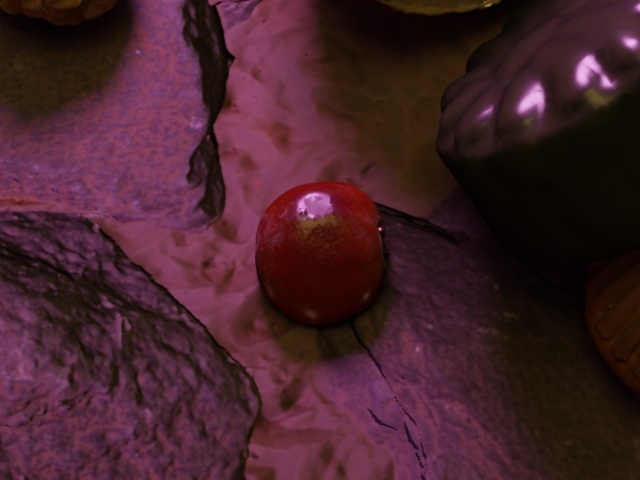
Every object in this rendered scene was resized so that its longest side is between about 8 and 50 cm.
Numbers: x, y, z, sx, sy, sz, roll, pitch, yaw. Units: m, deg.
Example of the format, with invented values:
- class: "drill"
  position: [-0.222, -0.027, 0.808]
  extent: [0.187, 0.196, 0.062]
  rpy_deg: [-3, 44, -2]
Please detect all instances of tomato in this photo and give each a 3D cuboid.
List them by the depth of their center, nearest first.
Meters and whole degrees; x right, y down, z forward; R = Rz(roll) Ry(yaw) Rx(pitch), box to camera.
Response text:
- class: "tomato"
  position: [0.000, 0.000, 1.642]
  extent: [0.139, 0.091, 0.159]
  rpy_deg: [-2, 61, 3]

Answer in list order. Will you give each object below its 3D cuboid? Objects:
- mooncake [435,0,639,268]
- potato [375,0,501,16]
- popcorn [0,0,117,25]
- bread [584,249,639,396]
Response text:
- class: "mooncake"
  position: [0.282, -0.143, 1.567]
  extent: [0.356, 0.356, 0.194]
  rpy_deg: [-41, 110, -19]
- class: "potato"
  position: [0.134, -0.487, 1.770]
  extent: [0.442, 0.385, 0.319]
  rpy_deg: [-32, 42, -8]
- class: "popcorn"
  position: [-0.300, -0.341, 1.818]
  extent: [0.218, 0.169, 0.189]
  rpy_deg: [36, 67, 17]
- class: "bread"
  position: [0.389, 0.046, 1.562]
  extent: [0.274, 0.149, 0.274]
  rpy_deg: [0, 53, 0]
